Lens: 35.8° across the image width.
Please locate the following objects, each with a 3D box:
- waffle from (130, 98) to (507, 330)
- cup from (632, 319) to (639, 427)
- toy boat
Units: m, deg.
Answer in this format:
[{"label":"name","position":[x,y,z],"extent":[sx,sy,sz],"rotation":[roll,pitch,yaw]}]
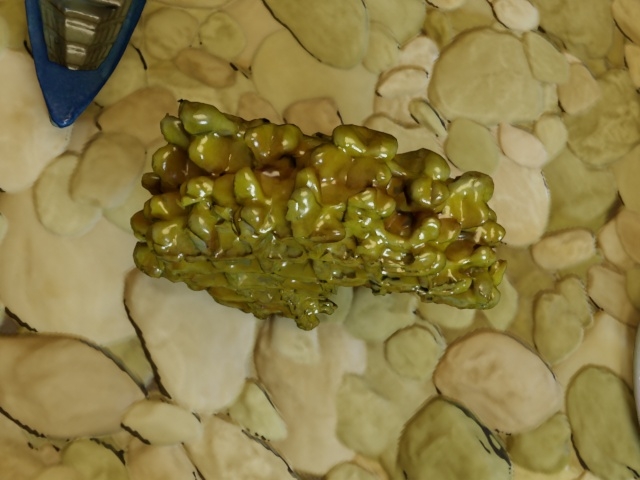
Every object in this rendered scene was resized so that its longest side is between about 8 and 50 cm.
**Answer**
[{"label":"waffle","position":[0.000,0.000,0.525],"extent":[0.197,0.193,0.070],"rotation":[14,71,-14]},{"label":"cup","position":[0.369,0.075,0.591],"extent":[0.253,0.274,0.253],"rotation":[7,70,-18]},{"label":"toy boat","position":[-0.143,-0.166,0.613],"extent":[0.080,0.046,0.229],"rotation":[10,69,-18]}]
